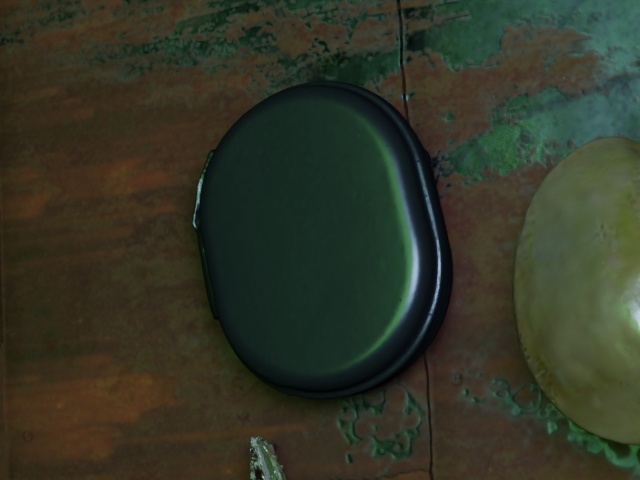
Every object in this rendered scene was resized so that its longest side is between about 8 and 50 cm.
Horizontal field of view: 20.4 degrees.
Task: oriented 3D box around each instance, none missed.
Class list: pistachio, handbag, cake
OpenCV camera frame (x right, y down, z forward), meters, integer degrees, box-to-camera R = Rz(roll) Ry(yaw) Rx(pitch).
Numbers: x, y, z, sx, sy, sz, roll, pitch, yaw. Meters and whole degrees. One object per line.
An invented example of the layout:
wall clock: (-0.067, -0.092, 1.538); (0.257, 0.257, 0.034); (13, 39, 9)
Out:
pistachio: (0.261, 0.042, 1.522); (0.213, 0.163, 0.260); (-24, 66, -13)
handbag: (0.001, 0.000, 1.698); (0.254, 0.093, 0.308); (-19, 74, 25)
cake: (-0.039, 0.256, 1.701); (0.055, 0.051, 0.140); (-8, 81, 26)
